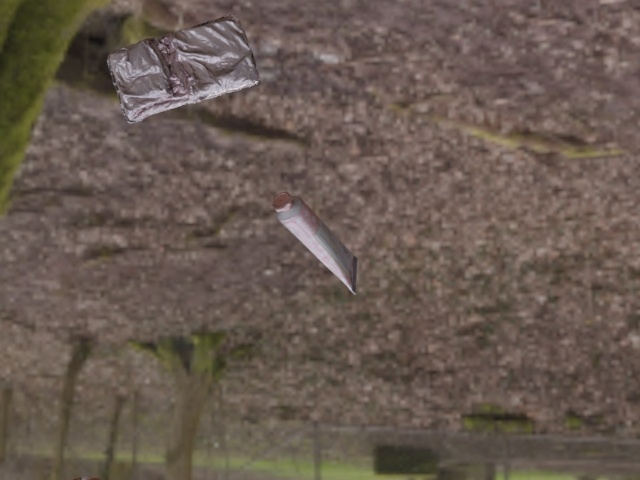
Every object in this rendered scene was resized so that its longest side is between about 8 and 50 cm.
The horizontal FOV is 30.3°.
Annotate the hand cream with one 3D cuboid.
[{"bbox_3d":[0.000,0.000,1.706,0.043,0.067,0.210,-19,139,26],"label":"hand cream"}]

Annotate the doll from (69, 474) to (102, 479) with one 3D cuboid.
[{"bbox_3d":[-0.329,0.466,1.876,0.270,0.162,0.167,22,177,18],"label":"doll"}]

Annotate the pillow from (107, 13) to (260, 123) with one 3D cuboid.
[{"bbox_3d":[-0.239,-0.300,2.044,0.248,0.135,0.049,-17,176,-1],"label":"pillow"}]
